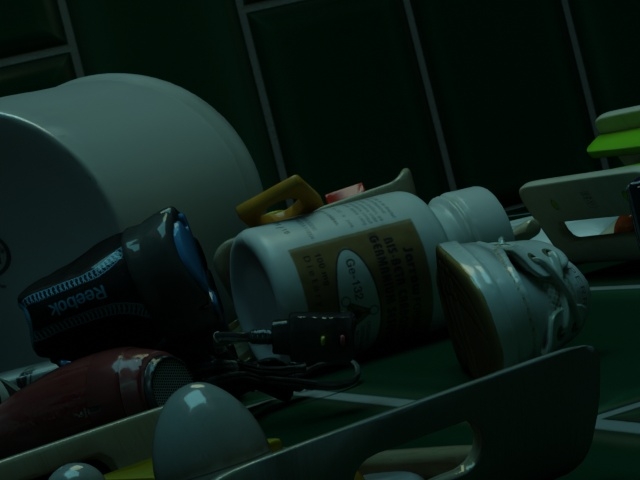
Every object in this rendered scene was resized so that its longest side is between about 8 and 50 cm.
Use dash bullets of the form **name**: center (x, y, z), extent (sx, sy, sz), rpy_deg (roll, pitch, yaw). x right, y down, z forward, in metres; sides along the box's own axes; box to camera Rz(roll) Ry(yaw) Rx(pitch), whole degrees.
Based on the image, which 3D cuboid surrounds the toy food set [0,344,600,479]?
- **toy food set**: center (-0.052, 0.101, 0.860), extent (0.219, 0.092, 0.306), rpy_deg (-16, 3, -39)

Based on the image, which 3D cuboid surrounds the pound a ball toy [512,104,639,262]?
- **pound a ball toy**: center (0.280, -0.016, 1.760), extent (0.208, 0.136, 0.319), rpy_deg (-41, 10, -17)

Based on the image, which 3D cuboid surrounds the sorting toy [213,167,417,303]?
- **sorting toy**: center (0.000, 0.000, 1.740), extent (0.196, 0.047, 0.348), rpy_deg (-23, -24, -1)

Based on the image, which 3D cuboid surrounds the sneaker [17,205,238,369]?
- **sneaker**: center (-0.147, 0.061, 1.472), extent (0.139, 0.125, 0.341), rpy_deg (-21, -16, -2)

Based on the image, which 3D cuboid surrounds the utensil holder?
- **utensil holder**: center (-0.262, 0.001, 1.876), extent (0.327, 0.328, 0.385), rpy_deg (-14, 3, 16)

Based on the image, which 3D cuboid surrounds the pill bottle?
- **pill bottle**: center (0.048, 0.028, 1.621), extent (0.229, 0.131, 0.131), rpy_deg (-15, 2, -20)

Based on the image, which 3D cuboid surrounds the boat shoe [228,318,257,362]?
- **boat shoe**: center (-0.023, 0.091, 1.769), extent (0.153, 0.048, 0.056), rpy_deg (-8, -26, -39)

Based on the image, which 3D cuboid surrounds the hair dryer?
- **hair dryer**: center (-0.108, 0.123, 1.341), extent (0.293, 0.080, 0.223), rpy_deg (-9, -15, -4)

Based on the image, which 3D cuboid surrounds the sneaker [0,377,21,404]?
- **sneaker**: center (-0.352, 0.162, 1.487), extent (0.271, 0.100, 0.108), rpy_deg (-11, -14, 18)

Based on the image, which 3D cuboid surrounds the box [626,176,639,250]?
- **box**: center (0.322, -0.015, 1.241), extent (0.207, 0.108, 0.153), rpy_deg (-14, 1, 17)

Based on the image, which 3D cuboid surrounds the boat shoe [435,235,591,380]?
- **boat shoe**: center (0.132, 0.038, 1.250), extent (0.096, 0.098, 0.277), rpy_deg (-15, 1, 1)

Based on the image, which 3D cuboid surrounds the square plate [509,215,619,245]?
- **square plate**: center (0.211, 0.010, 2.199), extent (0.344, 0.049, 0.347), rpy_deg (-13, 2, 21)

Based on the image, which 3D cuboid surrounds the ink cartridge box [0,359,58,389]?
- **ink cartridge box**: center (-0.237, 0.137, 1.579), extent (0.150, 0.063, 0.109), rpy_deg (-14, 1, 8)
